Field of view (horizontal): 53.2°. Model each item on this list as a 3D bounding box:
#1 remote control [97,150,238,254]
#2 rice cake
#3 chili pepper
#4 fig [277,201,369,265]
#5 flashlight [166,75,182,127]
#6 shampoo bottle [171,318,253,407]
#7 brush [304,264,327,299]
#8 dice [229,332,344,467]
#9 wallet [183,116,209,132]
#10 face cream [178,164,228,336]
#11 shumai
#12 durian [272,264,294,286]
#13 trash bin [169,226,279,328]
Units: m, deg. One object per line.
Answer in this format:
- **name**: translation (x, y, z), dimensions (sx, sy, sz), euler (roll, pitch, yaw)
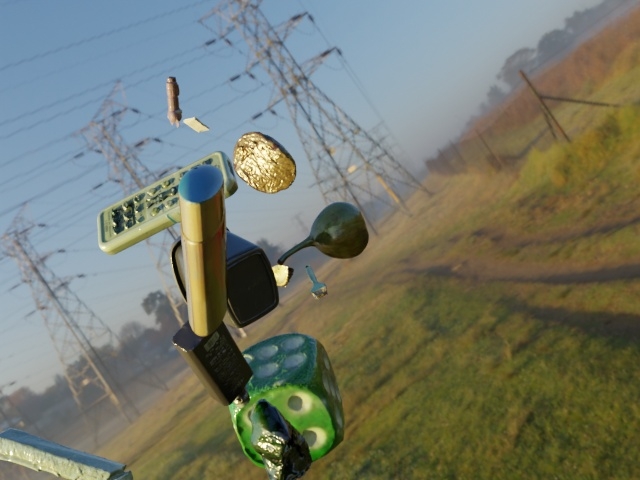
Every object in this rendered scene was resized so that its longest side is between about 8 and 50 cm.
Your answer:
- **remote control**: translation (-0.341, -0.080, 1.422), dimensions (0.335, 0.128, 0.065), euler (-25, -38, 7)
- **rice cake**: translation (-0.587, 0.502, 1.452), dimensions (0.066, 0.336, 0.063), euler (-18, -61, -77)
- **chili pepper**: translation (-0.102, 0.478, 1.489), dimensions (0.116, 0.148, 0.264), euler (-35, -38, -8)
- **fig**: translation (0.000, 0.000, 1.601), dimensions (0.245, 0.149, 0.149), euler (-23, -2, -6)
- **flashlight**: translation (-0.323, -0.308, 1.417), dimensions (0.031, 0.110, 0.052), euler (-14, 27, -32)
- **shampoo bottle**: translation (-0.208, 0.268, 1.343), dimensions (0.098, 0.071, 0.309), euler (-53, -34, -28)
- **brush**: translation (-0.020, 0.129, 2.048), dimensions (0.051, 0.014, 0.164), euler (-26, 39, -4)
- **dice**: translation (-0.102, 0.469, 1.882), dimensions (0.297, 0.300, 0.287), euler (-17, 18, 4)
- **wallet**: translation (-0.377, -0.351, 1.946), dimensions (0.044, 0.011, 0.083), euler (-9, -18, 22)
- **face cream**: translation (-0.183, 0.010, 1.016), dimensions (0.139, 0.067, 0.285), euler (-90, 3, -49)
- **shumai**: translation (-0.114, -0.169, 1.331), dimensions (0.105, 0.139, 0.123), euler (-82, 9, -59)
- **durian**: translation (-0.125, 0.112, 1.978), dimensions (0.130, 0.066, 0.052), euler (-27, 42, 50)
- **trash bin**: translation (-0.240, 0.082, 1.546), dimensions (0.182, 0.209, 0.290), euler (-28, 26, -28)
